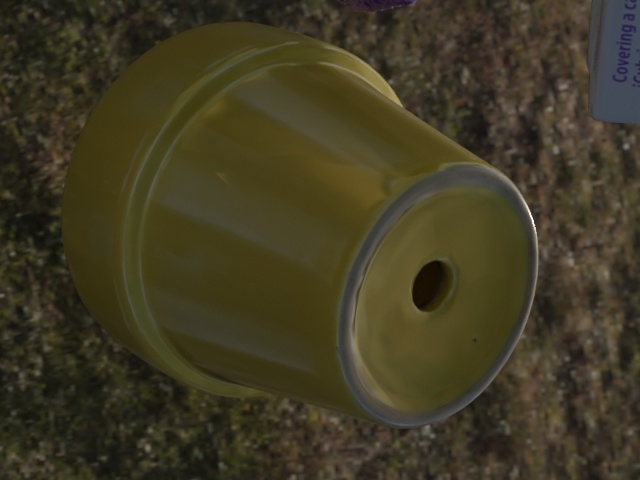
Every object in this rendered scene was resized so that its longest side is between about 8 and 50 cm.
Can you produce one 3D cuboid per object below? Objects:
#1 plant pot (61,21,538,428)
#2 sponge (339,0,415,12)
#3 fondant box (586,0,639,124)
[{"bbox_3d":[0.000,0.000,0.813,0.254,0.239,0.253,-15,114,-36],"label":"plant pot"},{"bbox_3d":[0.084,-0.237,0.781,0.031,0.117,0.210,33,89,-16],"label":"sponge"},{"bbox_3d":[0.265,-0.133,0.431,0.238,0.331,0.096,-73,164,-47],"label":"fondant box"}]
